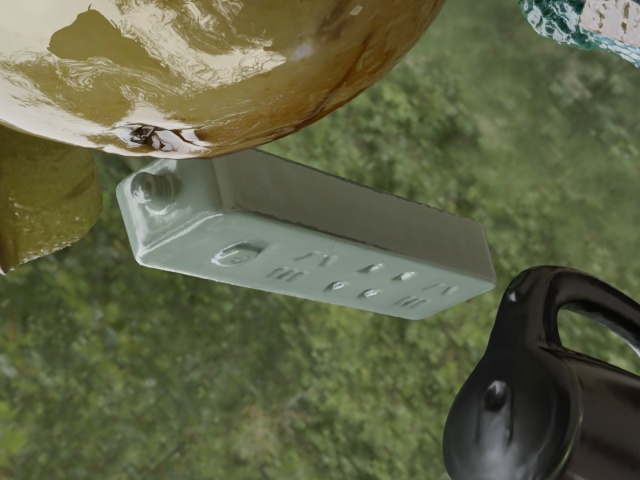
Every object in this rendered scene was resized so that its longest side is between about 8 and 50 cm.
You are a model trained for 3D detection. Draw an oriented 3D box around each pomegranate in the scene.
[{"bbox_3d":[-0.070,-0.194,0.597,0.319,0.319,0.319,45,-169,-11],"label":"pomegranate"}]

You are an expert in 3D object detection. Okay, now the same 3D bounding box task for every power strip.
[{"bbox_3d":[0.000,0.000,0.987,0.385,0.091,0.062,14,-125,-54],"label":"power strip"}]

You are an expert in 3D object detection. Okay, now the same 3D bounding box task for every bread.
[{"bbox_3d":[-0.301,-0.101,1.242,0.270,0.148,0.269,52,156,34],"label":"bread"}]

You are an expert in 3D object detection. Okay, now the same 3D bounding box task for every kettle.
[{"bbox_3d":[0.190,0.130,0.880,0.232,0.144,0.202,32,-118,-35],"label":"kettle"}]

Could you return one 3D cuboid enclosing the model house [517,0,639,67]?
[{"bbox_3d":[0.291,-0.315,1.298,0.226,0.261,0.241,25,-177,19],"label":"model house"}]
